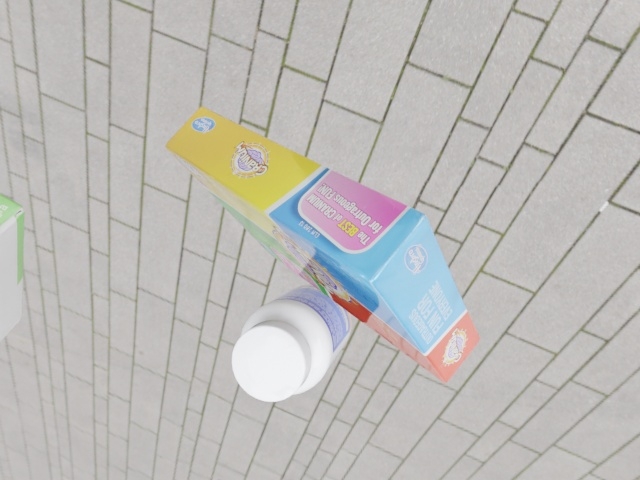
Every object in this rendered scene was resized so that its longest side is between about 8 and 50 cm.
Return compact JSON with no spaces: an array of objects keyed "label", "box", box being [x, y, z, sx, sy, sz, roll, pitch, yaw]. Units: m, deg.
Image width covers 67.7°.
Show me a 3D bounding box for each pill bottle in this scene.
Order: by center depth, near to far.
[{"label":"pill bottle","box":[-0.044,0.166,0.805,0.153,0.272,0.152,1,93,14]}]

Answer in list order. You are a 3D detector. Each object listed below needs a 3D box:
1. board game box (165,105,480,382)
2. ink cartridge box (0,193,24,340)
[{"label":"board game box","box":[0.000,0.000,0.510,0.317,0.064,0.242,32,168,40]},{"label":"ink cartridge box","box":[-0.381,-0.007,0.349,0.273,0.114,0.198,32,137,-9]}]
